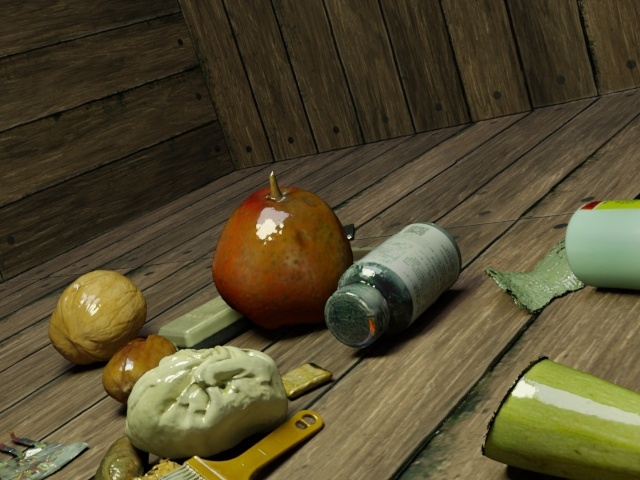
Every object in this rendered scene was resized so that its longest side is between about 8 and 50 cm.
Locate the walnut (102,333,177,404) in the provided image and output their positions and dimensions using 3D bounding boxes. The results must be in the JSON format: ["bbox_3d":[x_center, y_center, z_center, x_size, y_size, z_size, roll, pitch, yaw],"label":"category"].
[{"bbox_3d":[-0.315,0.224,1.606,0.116,0.116,0.207,-14,13,14],"label":"walnut"}]

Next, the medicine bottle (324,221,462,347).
[{"bbox_3d":[0.124,0.078,1.556,0.141,0.141,0.293,-8,16,37],"label":"medicine bottle"}]

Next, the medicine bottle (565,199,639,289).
[{"bbox_3d":[0.495,0.007,1.368,0.139,0.139,0.225,-26,15,-32],"label":"medicine bottle"}]

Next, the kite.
[{"bbox_3d":[-0.489,0.355,1.491,0.141,0.015,0.245,-27,19,-39],"label":"kite"}]

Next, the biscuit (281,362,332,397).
[{"bbox_3d":[-0.030,0.221,1.436,0.081,0.018,0.083,-23,13,-22],"label":"biscuit"}]

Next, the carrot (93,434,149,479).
[{"bbox_3d":[-0.273,0.342,1.165,0.070,0.070,0.342,-17,14,4],"label":"carrot"}]

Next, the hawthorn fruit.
[{"bbox_3d":[-0.066,0.011,1.710,0.277,0.298,0.277,-4,19,1],"label":"hawthorn fruit"}]

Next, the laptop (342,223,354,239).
[{"bbox_3d":[0.000,0.000,2.319,0.180,0.016,0.129,-15,13,8],"label":"laptop"}]

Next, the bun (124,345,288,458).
[{"bbox_3d":[-0.161,0.216,1.277,0.229,0.145,0.229,-3,12,1],"label":"bun"}]

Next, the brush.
[{"bbox_3d":[-0.084,0.283,1.180,0.103,0.013,0.272,31,32,26],"label":"brush"}]

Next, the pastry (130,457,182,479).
[{"bbox_3d":[-0.203,0.322,1.118,0.080,0.056,0.140,34,34,15],"label":"pastry"}]

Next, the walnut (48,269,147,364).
[{"bbox_3d":[-0.466,0.163,1.905,0.193,0.193,0.225,-15,17,11],"label":"walnut"}]

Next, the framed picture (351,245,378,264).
[{"bbox_3d":[0.032,0.056,2.037,0.209,0.019,0.281,-27,16,-37],"label":"framed picture"}]

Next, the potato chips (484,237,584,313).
[{"bbox_3d":[0.370,0.053,1.530,0.228,0.059,0.167,-19,18,-30],"label":"potato chips"}]

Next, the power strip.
[{"bbox_3d":[-0.202,0.158,1.812,0.105,0.070,0.257,-4,20,47],"label":"power strip"}]

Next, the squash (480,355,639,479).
[{"bbox_3d":[0.291,0.192,0.910,0.137,0.137,0.287,-26,17,-32],"label":"squash"}]
